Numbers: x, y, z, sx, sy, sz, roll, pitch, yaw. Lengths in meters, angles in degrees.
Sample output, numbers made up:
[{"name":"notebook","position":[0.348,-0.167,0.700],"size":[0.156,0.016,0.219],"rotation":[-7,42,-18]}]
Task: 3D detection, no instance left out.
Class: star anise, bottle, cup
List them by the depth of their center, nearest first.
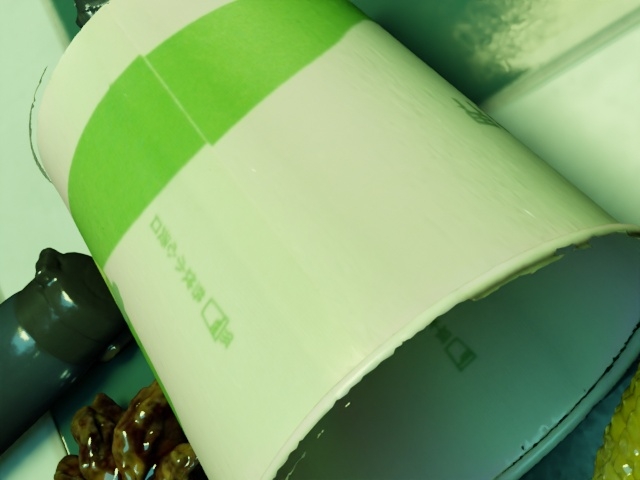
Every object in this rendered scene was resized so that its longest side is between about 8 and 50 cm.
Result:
[{"name":"cup","position":[0.000,0.000,0.691],"size":[0.253,0.253,0.274],"rotation":[-49,61,19]},{"name":"star anise","position":[-0.088,0.195,0.824],"size":[0.177,0.073,0.234],"rotation":[-41,77,31]},{"name":"bottle","position":[-0.218,0.104,0.896],"size":[0.082,0.072,0.244],"rotation":[38,113,-20]}]

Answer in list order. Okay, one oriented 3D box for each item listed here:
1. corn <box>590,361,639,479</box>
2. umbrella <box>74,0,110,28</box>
[{"name":"corn","position":[0.235,0.011,0.600],"size":[0.131,0.131,0.344],"rotation":[38,119,25]},{"name":"umbrella","position":[-0.037,-0.172,0.817],"size":[0.248,0.071,0.070],"rotation":[-17,80,21]}]
